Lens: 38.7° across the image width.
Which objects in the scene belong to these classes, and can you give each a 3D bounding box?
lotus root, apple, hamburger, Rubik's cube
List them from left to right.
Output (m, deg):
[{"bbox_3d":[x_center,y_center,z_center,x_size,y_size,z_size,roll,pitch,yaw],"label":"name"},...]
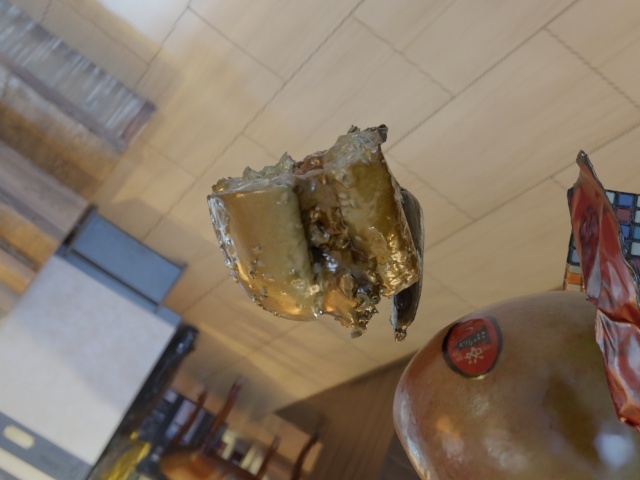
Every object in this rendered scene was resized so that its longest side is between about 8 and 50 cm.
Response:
[{"bbox_3d":[0.000,0.000,1.302,0.445,0.268,0.286,-133,23,-85],"label":"hamburger"},{"bbox_3d":[0.180,0.045,1.902,0.078,0.329,0.167,-1,165,3],"label":"lotus root"},{"bbox_3d":[0.257,0.211,0.973,0.338,0.305,0.338,59,-179,-2],"label":"apple"},{"bbox_3d":[0.573,0.026,1.761,0.184,0.182,0.187,10,152,16],"label":"Rubik's cube"}]

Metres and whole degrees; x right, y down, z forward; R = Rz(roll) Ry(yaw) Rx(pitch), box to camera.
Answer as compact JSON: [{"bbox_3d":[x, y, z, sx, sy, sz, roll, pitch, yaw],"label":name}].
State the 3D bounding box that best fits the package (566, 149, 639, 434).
[{"bbox_3d":[0.239,0.071,0.694,0.194,0.071,0.269,79,167,-80],"label":"package"}]
